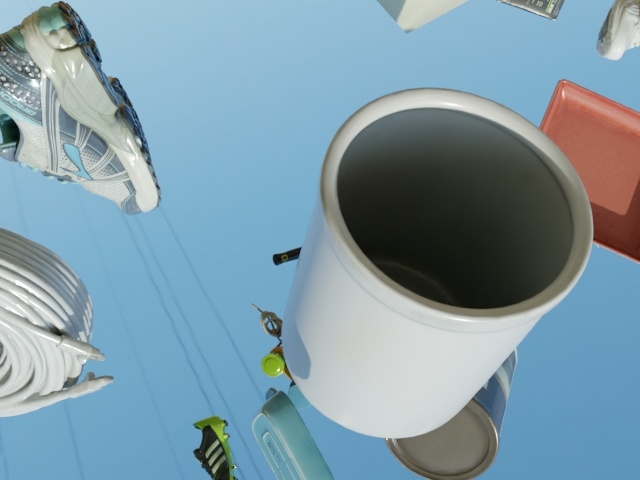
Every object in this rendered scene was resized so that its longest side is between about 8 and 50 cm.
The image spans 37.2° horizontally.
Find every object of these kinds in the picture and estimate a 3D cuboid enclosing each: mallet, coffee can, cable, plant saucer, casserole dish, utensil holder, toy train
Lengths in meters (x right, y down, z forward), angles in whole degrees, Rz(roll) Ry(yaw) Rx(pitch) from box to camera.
[{"bbox_3d":[0.000,0.000,1.499,0.190,0.062,0.039,-7,-177,-41],"label":"mallet"},{"bbox_3d":[0.242,0.276,1.735,0.202,0.201,0.275,-7,-157,22],"label":"coffee can"},{"bbox_3d":[-0.355,0.077,0.940,0.257,0.257,0.089,-24,-143,31],"label":"cable"},{"bbox_3d":[0.479,-0.114,1.632,0.259,0.047,0.259,25,-105,2],"label":"plant saucer"},{"bbox_3d":[-0.034,0.276,1.194,0.037,0.114,0.188,-22,-107,-26],"label":"casserole dish"},{"bbox_3d":[0.122,0.049,1.244,0.328,0.385,0.327,6,-123,-10],"label":"utensil holder"},{"bbox_3d":[-0.080,0.230,1.905,0.105,0.248,0.143,-51,170,19],"label":"toy train"}]

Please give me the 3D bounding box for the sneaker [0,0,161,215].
[{"bbox_3d":[-0.241,-0.108,0.903,0.122,0.283,0.110,-22,-121,-2],"label":"sneaker"}]

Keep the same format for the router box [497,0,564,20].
[{"bbox_3d":[0.308,-0.380,1.328,0.092,0.122,0.038,17,-158,-10],"label":"router box"}]

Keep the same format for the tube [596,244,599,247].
[{"bbox_3d":[0.511,-0.087,1.896,0.052,0.080,0.207,-27,-122,26],"label":"tube"}]

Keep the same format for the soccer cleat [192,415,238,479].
[{"bbox_3d":[-0.200,0.422,1.803,0.072,0.060,0.178,-13,-114,-2],"label":"soccer cleat"}]

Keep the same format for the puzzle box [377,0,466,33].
[{"bbox_3d":[0.173,-0.494,1.503,0.272,0.409,0.052,-25,-113,19],"label":"puzzle box"}]

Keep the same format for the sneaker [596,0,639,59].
[{"bbox_3d":[0.569,-0.386,1.699,0.115,0.090,0.232,25,-134,11],"label":"sneaker"}]
